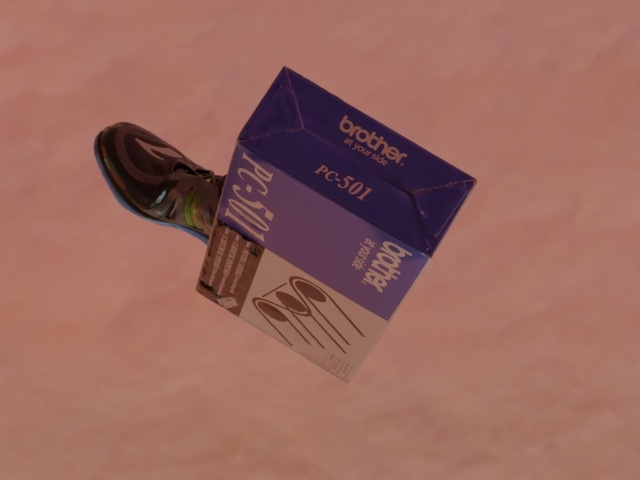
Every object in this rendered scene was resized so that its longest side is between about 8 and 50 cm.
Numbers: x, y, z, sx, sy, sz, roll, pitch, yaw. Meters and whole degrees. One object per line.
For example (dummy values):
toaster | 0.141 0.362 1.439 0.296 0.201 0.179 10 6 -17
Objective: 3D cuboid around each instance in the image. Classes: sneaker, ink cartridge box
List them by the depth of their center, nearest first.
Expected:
ink cartridge box | 0.000 0.000 0.820 0.097 0.046 0.207 31 159 2
sneaker | -0.078 -0.032 1.263 0.188 0.067 0.078 34 138 0
